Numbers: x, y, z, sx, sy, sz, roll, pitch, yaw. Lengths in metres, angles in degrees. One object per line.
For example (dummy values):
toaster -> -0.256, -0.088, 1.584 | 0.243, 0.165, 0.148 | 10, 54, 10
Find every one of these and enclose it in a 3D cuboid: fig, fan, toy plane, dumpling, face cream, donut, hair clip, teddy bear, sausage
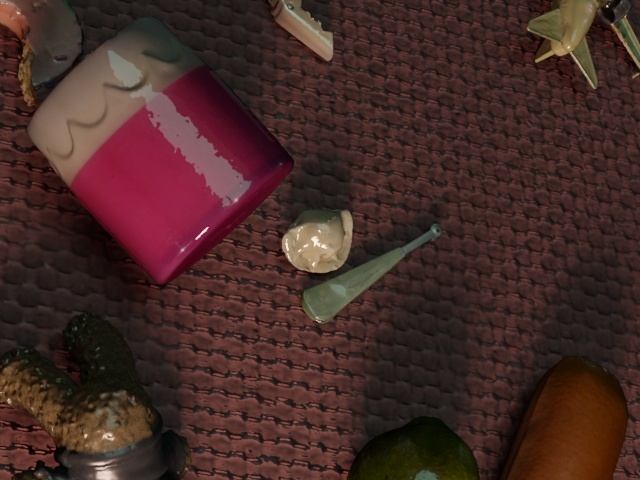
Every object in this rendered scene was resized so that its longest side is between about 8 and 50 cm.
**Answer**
fig -> 0.090, 0.211, 1.711 | 0.123, 0.123, 0.156 | 26, 43, -13
fan -> 0.055, 0.030, 1.850 | 0.193, 0.016, 0.038 | -30, 83, -35
toy plane -> 0.298, -0.301, 2.108 | 0.242, 0.104, 0.256 | 35, 59, -25
dumpling -> -0.002, 0.000, 1.825 | 0.052, 0.057, 0.076 | 9, 23, 18
face cream -> -0.149, -0.084, 1.706 | 0.195, 0.175, 0.175 | 47, 53, 3
donut -> -0.291, -0.209, 1.768 | 0.166, 0.065, 0.117 | 48, 55, 1
hair clip -> -0.057, -0.283, 1.948 | 0.072, 0.034, 0.226 | -20, 76, -30
teddy bear -> -0.188, 0.174, 1.576 | 0.182, 0.129, 0.251 | -18, 73, -31
sausage -> 0.226, 0.232, 1.779 | 0.105, 0.105, 0.274 | 32, 54, -9
